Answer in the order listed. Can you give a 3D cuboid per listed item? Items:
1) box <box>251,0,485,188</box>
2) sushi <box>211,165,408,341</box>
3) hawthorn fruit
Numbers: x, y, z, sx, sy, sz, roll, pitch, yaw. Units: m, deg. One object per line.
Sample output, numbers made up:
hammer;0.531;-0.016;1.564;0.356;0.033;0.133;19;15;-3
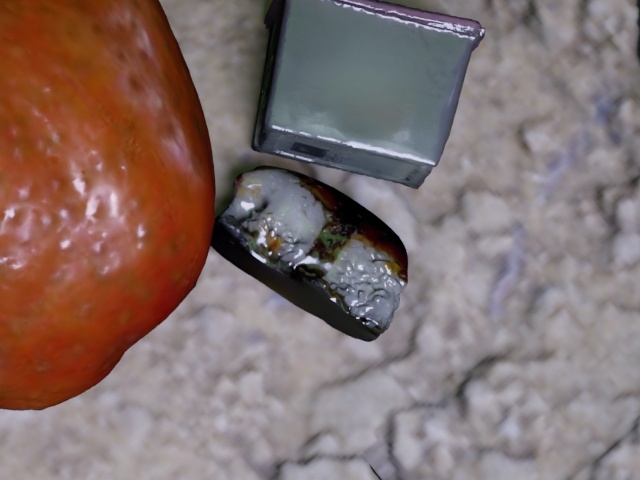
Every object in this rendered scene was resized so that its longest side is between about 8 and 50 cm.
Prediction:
box;0.016;-0.061;0.724;0.084;0.060;0.063;12;78;-7
sushi;0.000;0.000;0.710;0.083;0.044;0.046;33;73;-2
hawthorn fruit;-0.122;-0.030;0.634;0.189;0.189;0.189;2;75;-9
